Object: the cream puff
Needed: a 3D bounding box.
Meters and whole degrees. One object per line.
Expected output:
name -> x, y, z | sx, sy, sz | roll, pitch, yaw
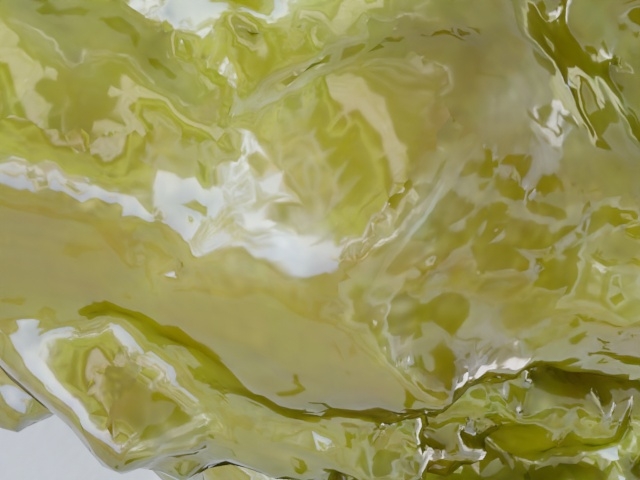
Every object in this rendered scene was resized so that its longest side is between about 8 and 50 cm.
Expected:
cream puff -> 0.000, 0.000, 0.610 | 0.378, 0.275, 0.378 | 13, -177, -1
